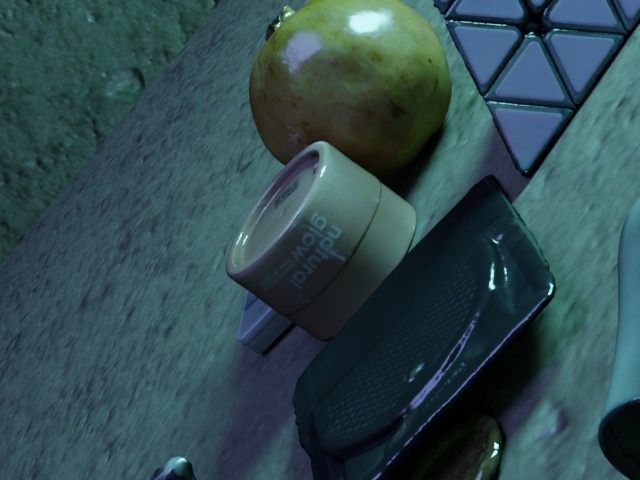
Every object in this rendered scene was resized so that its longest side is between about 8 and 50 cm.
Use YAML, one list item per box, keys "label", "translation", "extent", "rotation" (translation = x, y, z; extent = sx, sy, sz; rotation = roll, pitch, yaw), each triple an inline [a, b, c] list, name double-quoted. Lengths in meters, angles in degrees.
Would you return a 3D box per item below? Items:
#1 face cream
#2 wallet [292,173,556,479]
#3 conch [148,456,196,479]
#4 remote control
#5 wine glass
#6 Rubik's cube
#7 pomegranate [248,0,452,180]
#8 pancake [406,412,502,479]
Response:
- label: "face cream"
  translation: [0.000, 0.000, 1.533]
  extent: [0.149, 0.104, 0.149]
  rotation: [-48, 17, 20]
- label: "wallet"
  translation: [0.067, 0.077, 1.289]
  extent: [0.247, 0.041, 0.323]
  rotation: [-47, 11, 10]
- label: "conch"
  translation: [-0.076, 0.223, 0.972]
  extent: [0.240, 0.313, 0.186]
  rotation: [152, 129, -71]
- label: "remote control"
  translation: [-0.031, 0.011, 1.729]
  extent: [0.103, 0.034, 0.250]
  rotation: [-46, 18, 27]
- label: "wine glass"
  translation: [0.207, 0.019, 0.915]
  extent: [0.103, 0.103, 0.231]
  rotation: [-38, 26, 45]
- label: "Rubik's cube"
  translation: [0.208, -0.157, 1.385]
  extent: [0.178, 0.211, 0.190]
  rotation: [-25, 60, 21]
- label: "pomegranate"
  translation: [0.026, -0.143, 1.616]
  extent: [0.191, 0.191, 0.191]
  rotation: [-48, 17, 20]
- label: "pancake"
  translation: [0.082, 0.161, 1.140]
  extent: [0.115, 0.011, 0.115]
  rotation: [-50, 16, 20]
